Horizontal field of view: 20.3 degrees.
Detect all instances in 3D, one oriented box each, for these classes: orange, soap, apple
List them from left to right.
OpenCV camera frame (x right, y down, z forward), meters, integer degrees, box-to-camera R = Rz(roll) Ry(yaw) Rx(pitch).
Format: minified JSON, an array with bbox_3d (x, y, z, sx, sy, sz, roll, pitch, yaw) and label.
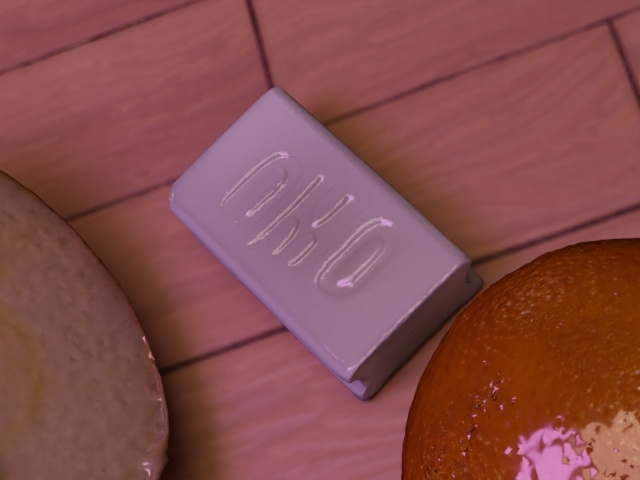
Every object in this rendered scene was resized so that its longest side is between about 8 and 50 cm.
[{"bbox_3d":[-0.251,0.086,1.201,0.254,0.179,0.346,-34,79,-3],"label":"apple"},{"bbox_3d":[0.000,0.000,1.228,0.119,0.066,0.198,-44,63,-5],"label":"soap"},{"bbox_3d":[0.179,0.132,1.012,0.274,0.274,0.274,-6,68,15],"label":"orange"}]
